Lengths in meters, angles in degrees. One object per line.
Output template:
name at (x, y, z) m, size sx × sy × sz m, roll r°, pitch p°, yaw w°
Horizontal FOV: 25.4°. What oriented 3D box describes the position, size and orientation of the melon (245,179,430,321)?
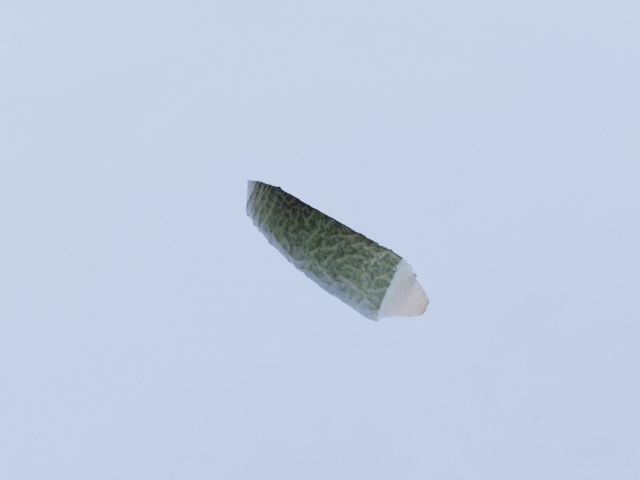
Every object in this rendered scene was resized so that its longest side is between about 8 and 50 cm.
melon at (-0.001, 0.000, 1.107) m, size 0.182 × 0.054 × 0.098 m, roll 33°, pitch -176°, yaw 20°
